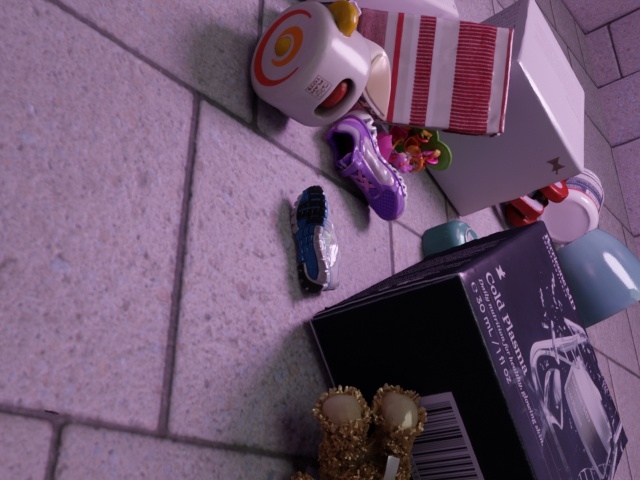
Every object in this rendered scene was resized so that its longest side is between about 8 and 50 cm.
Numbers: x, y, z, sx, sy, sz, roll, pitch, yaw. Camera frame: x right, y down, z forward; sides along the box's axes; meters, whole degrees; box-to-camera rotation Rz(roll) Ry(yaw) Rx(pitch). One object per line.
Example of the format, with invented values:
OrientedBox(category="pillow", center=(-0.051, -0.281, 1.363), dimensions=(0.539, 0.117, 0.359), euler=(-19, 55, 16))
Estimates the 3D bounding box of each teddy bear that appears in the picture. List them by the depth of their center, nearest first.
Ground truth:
OrientedBox(category="teddy bear", center=(0.066, 0.374, 0.954), dimensions=(0.245, 0.113, 0.338), euler=(-14, 88, -25))

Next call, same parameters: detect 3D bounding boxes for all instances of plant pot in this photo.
OrientedBox(category="plant pot", center=(0.813, 0.105, 1.992), dimensions=(0.293, 0.293, 0.235), euler=(-16, 73, -55))

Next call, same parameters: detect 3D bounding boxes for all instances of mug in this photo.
OrientedBox(category="mug", center=(0.311, 0.033, 1.507), dimensions=(0.129, 0.097, 0.157), euler=(1, 72, -53))

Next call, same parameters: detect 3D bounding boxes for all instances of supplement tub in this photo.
OrientedBox(category="supplement tub", center=(0.830, -0.120, 2.193), dimensions=(0.191, 0.191, 0.272), euler=(61, 36, -11))

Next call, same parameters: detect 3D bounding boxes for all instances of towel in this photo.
OrientedBox(category="towel", center=(0.229, -0.348, 1.383), dimensions=(0.037, 0.329, 0.237), euler=(161, -65, -87))

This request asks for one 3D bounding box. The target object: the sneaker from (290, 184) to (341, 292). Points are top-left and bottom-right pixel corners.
OrientedBox(category="sneaker", center=(0.000, 0.000, 1.150), dimensions=(0.083, 0.071, 0.190), euler=(15, 69, -56))

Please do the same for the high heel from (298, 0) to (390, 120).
OrientedBox(category="high heel", center=(0.040, -0.359, 1.328), dimensions=(0.093, 0.186, 0.261), euler=(-43, 127, -25))

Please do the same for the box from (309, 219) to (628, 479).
OrientedBox(category="box", center=(0.290, 0.260, 1.188), dimensions=(0.472, 0.297, 0.479), euler=(-20, 89, -57))

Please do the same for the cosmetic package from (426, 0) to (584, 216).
OrientedBox(category="cosmetic package", center=(0.444, -0.338, 1.673), dimensions=(0.327, 0.329, 0.393), euler=(51, 38, -24))

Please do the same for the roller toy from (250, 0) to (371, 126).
OrientedBox(category="roller toy", center=(-0.021, -0.309, 1.157), dimensions=(0.146, 0.209, 0.191), euler=(24, 75, -44))

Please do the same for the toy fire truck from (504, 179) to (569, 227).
OrientedBox(category="toy fire truck", center=(0.587, -0.192, 1.964), dimensions=(0.254, 0.169, 0.302), euler=(38, 40, -2))

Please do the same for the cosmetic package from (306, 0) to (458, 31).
OrientedBox(category="cosmetic package", center=(0.140, -0.563, 1.504), dimensions=(0.365, 0.197, 0.155), euler=(-4, 76, -55))

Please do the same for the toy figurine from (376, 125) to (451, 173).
OrientedBox(category="toy figurine", center=(0.176, -0.189, 1.427), dimensions=(0.173, 0.130, 0.159), euler=(44, 47, 12))

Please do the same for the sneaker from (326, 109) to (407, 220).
OrientedBox(category="sneaker", center=(0.083, -0.141, 1.309), dimensions=(0.104, 0.095, 0.236), euler=(-23, 86, -50))
